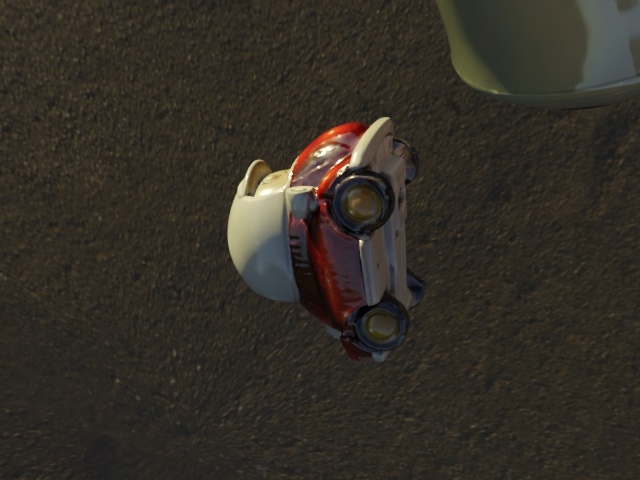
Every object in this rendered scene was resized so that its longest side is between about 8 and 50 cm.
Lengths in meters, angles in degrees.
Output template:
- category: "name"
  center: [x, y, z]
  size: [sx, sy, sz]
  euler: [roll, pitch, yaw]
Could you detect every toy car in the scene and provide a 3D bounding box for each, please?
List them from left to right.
- category: "toy car"
  center: [0.000, 0.000, 0.486]
  size: [0.112, 0.112, 0.139]
  euler: [-2, 107, 16]

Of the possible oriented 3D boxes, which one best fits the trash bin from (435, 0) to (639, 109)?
- category: "trash bin"
  center: [0.181, -0.309, 0.609]
  size: [0.280, 0.280, 0.432]
  euler: [-43, 125, -16]
